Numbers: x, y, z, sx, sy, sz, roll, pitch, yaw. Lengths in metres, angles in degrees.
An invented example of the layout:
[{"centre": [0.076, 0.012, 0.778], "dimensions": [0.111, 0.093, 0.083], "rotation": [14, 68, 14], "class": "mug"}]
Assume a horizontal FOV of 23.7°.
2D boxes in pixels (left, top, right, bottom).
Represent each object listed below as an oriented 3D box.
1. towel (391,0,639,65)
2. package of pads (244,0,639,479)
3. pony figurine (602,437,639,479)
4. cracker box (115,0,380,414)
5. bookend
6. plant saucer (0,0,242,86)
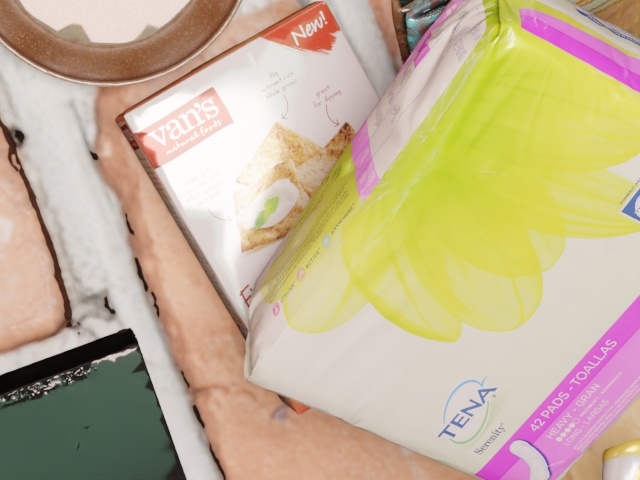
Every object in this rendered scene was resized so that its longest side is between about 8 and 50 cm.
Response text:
[{"centre": [0.222, -0.161, 1.000], "dimensions": [0.370, 0.271, 0.040], "rotation": [-32, 58, -8], "class": "towel"}, {"centre": [0.110, 0.006, 0.904], "dimensions": [0.229, 0.101, 0.296], "rotation": [25, 123, -16], "class": "package of pads"}, {"centre": [0.146, 0.348, 1.011], "dimensions": [0.351, 0.303, 0.363], "rotation": [-17, 79, -7], "class": "pony figurine"}, {"centre": [-0.012, -0.023, 1.027], "dimensions": [0.156, 0.067, 0.232], "rotation": [-32, 98, -9], "class": "cracker box"}, {"centre": [-0.171, 0.161, 1.015], "dimensions": [0.156, 0.072, 0.157], "rotation": [-21, 99, -9], "class": "bookend"}, {"centre": [-0.143, -0.201, 1.010], "dimensions": [0.199, 0.036, 0.198], "rotation": [-1, 94, -11], "class": "plant saucer"}]
